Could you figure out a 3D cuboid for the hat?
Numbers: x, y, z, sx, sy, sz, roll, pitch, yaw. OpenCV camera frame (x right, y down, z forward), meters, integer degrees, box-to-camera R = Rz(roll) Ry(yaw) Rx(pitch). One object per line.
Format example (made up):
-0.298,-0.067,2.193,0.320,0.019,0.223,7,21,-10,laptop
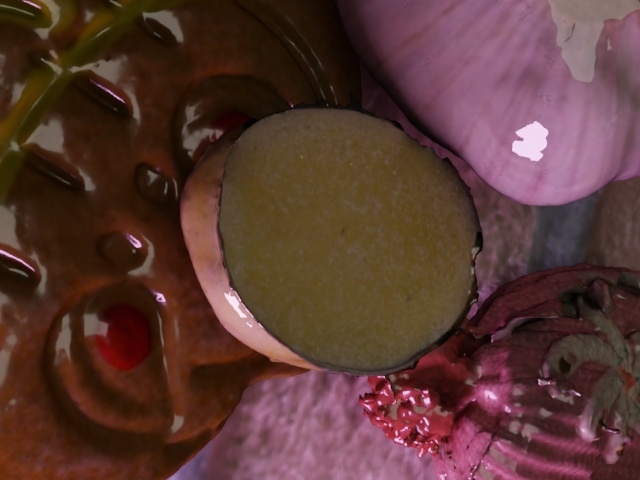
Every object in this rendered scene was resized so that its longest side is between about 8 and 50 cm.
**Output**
0.156,0.118,0.913,0.286,0.107,0.237,20,73,-22,hat

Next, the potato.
0.000,0.000,0.805,0.200,0.081,0.164,12,77,-38,potato

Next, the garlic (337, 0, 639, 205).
0.142,-0.183,0.843,0.317,0.259,0.318,1,99,4,garlic

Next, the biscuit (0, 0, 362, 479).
-0.111,-0.024,0.811,0.350,0.070,0.394,29,74,-26,biscuit
